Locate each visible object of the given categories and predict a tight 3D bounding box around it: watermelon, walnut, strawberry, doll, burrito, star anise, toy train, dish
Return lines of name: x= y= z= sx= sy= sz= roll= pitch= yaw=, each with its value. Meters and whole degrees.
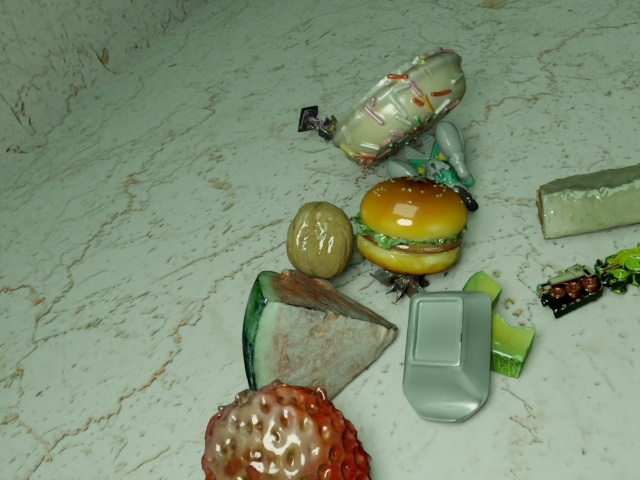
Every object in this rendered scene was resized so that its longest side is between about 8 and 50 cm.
watermelon: x=-0.031 y=0.207 z=0.980 sx=0.251 sy=0.292 sz=0.283 roll=-60 pitch=9 yaw=18
walnut: x=0.000 y=0.000 z=1.067 sx=0.149 sy=0.167 sz=0.166 roll=1 pitch=22 yaw=-44
strawberry: x=-0.048 y=0.370 z=0.734 sx=0.265 sy=0.149 sz=0.336 roll=-25 pitch=61 yaw=-2
doll: x=0.286 y=-0.180 z=1.214 sx=0.258 sy=0.153 sz=0.195 roll=31 pitch=79 yaw=40
burrito: x=0.595 y=-0.094 z=1.036 sx=0.299 sy=0.105 sz=0.143 roll=-12 pitch=39 yaw=13
star anise: x=0.165 y=0.080 z=1.058 sx=0.129 sy=0.056 sz=0.124 roll=10 pitch=51 yaw=10
toy train: x=0.520 y=0.067 z=0.938 sx=0.249 sy=0.053 sz=0.085 roll=-21 pitch=33 yaw=1
dish: x=0.208 y=0.188 z=0.878 sx=0.154 sy=0.064 sz=0.234 roll=-6 pitch=63 yaw=31

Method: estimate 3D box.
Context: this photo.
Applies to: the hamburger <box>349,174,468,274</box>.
hamburger: x=0.185 y=-0.046 z=1.056 sx=0.245 sy=0.170 sz=0.246 roll=5 pitch=23 yaw=-2

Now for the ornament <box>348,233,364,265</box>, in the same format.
ornament: x=0.028 y=0.033 z=1.161 sx=0.156 sy=0.075 sz=0.081 roll=-10 pitch=57 yaw=10

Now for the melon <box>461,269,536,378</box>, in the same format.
melon: x=0.311 y=0.150 z=0.932 sx=0.117 sy=0.064 sz=0.209 roll=-24 pitch=44 yaw=-10

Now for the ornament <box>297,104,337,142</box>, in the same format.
ornament: x=0.038 y=-0.345 z=1.559 sx=0.203 sy=0.088 sz=0.081 roll=23 pitch=33 yaw=24

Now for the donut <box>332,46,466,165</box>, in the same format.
donut: x=0.207 y=-0.325 z=1.290 sx=0.382 sy=0.142 sz=0.382 roll=-35 pitch=-1 yaw=0
